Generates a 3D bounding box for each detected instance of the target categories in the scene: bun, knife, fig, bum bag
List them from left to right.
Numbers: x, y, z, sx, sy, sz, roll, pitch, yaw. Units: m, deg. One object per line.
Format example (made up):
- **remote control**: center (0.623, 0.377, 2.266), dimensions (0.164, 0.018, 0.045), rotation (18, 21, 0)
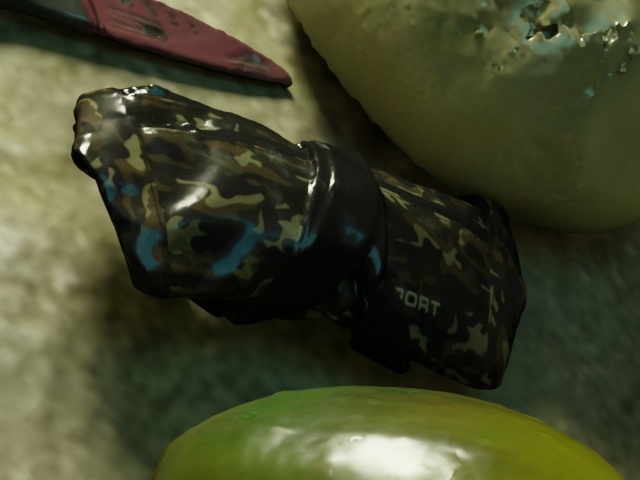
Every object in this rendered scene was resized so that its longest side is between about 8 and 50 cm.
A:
- **knife**: center (-0.118, -0.110, 0.776), dimensions (0.247, 0.018, 0.035), rotation (16, 45, -32)
- **bum bag**: center (0.000, 0.001, 0.735), dimensions (0.248, 0.069, 0.102), rotation (14, 33, -32)
- **fig**: center (0.021, 0.130, 0.562), dimensions (0.191, 0.181, 0.181), rotation (23, 42, 6)
- **bun**: center (0.116, -0.143, 0.889), dimensions (0.287, 0.146, 0.287), rotation (19, 49, -23)
